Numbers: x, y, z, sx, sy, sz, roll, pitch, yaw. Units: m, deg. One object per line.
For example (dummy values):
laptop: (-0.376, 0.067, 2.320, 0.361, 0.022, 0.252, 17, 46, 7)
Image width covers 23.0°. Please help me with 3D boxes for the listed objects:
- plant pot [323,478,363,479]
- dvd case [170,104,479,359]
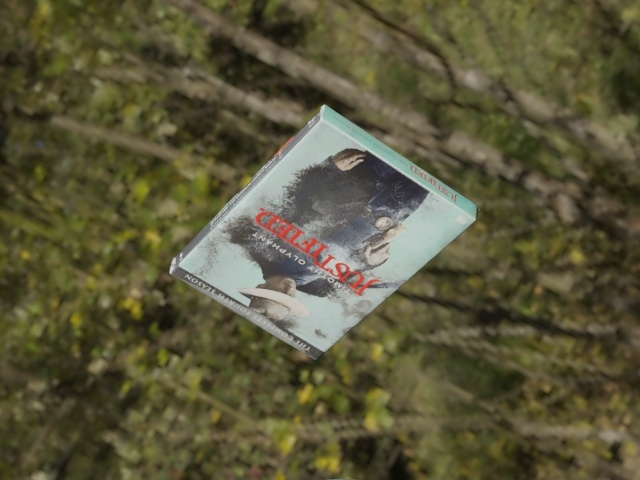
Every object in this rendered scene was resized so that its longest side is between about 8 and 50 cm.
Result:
plant pot: (0.051, 0.333, 1.008, 0.293, 0.235, 0.293, -14, -67, -35)
dvd case: (0.000, 0.000, 0.707, 0.119, 0.087, 0.013, -42, 25, 36)
